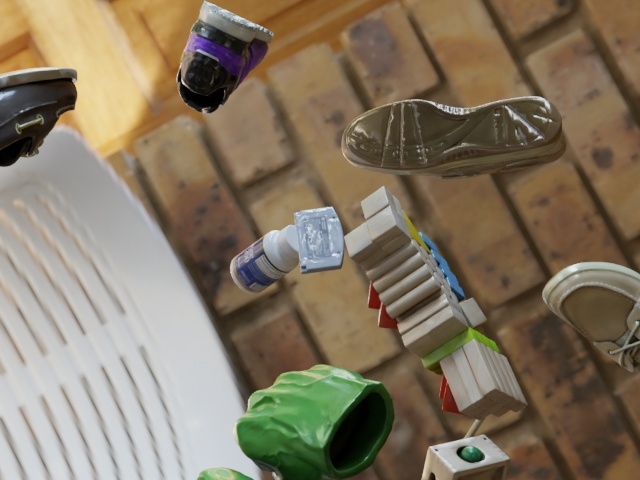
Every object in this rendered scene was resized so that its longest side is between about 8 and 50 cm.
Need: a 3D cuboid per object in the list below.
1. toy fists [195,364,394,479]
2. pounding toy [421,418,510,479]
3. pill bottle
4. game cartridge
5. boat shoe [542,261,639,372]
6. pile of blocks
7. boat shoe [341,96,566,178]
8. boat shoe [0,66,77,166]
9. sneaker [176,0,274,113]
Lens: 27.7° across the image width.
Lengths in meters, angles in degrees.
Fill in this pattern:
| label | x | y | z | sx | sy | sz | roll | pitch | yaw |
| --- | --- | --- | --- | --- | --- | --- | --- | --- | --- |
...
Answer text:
| label | x | y | z | sx | sy | sz | roll | pitch | yaw |
| --- | --- | --- | --- | --- | --- | --- | --- | --- | --- |
| toy fists | -0.046 | 0.236 | 1.265 | 0.142 | 0.279 | 0.096 | 11 | -35 | 44 |
| pounding toy | 0.225 | 0.354 | 2.023 | 0.100 | 0.130 | 0.141 | 41 | -49 | 49 |
| pill bottle | -0.074 | 0.026 | 1.940 | 0.067 | 0.120 | 0.067 | 31 | 41 | -31 |
| game cartridge | 0.000 | 0.000 | 1.535 | 0.017 | 0.056 | 0.083 | 75 | 7 | -59 |
| boat shoe | 0.427 | 0.123 | 1.749 | 0.302 | 0.109 | 0.098 | 28 | 29 | -31 |
| pile of blocks | 0.146 | 0.105 | 1.826 | 0.362 | 0.112 | 0.149 | 60 | 19 | 11 |
| boat shoe | 0.203 | -0.141 | 1.989 | 0.110 | 0.341 | 0.122 | 53 | 40 | -61 |
| boat shoe | -0.244 | -0.087 | 0.957 | 0.228 | 0.081 | 0.069 | -32 | 111 | -68 |
| sneaker | -0.149 | -0.253 | 1.840 | 0.102 | 0.146 | 0.293 | 25 | 7 | 2 |
